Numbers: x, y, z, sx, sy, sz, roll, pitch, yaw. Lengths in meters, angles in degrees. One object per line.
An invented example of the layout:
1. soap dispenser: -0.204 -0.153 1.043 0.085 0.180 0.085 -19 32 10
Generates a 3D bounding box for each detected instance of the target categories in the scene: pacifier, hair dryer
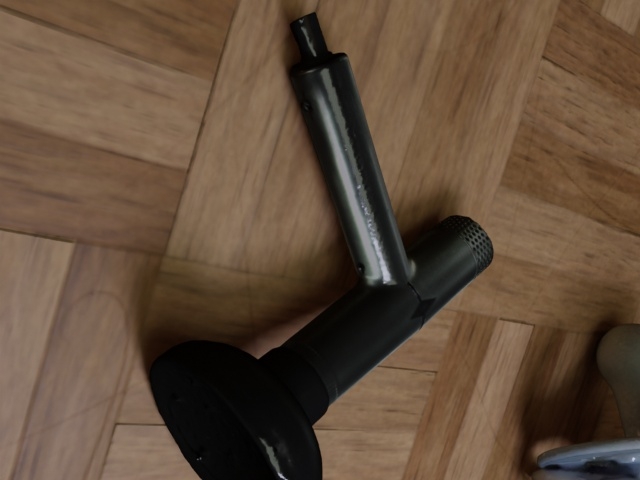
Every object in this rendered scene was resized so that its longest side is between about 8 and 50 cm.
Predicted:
1. pacifier: 0.370 0.213 0.865 0.299 0.244 0.233 26 58 -42
2. hair dryer: -0.020 0.009 0.580 0.320 0.155 0.284 -45 106 -31
